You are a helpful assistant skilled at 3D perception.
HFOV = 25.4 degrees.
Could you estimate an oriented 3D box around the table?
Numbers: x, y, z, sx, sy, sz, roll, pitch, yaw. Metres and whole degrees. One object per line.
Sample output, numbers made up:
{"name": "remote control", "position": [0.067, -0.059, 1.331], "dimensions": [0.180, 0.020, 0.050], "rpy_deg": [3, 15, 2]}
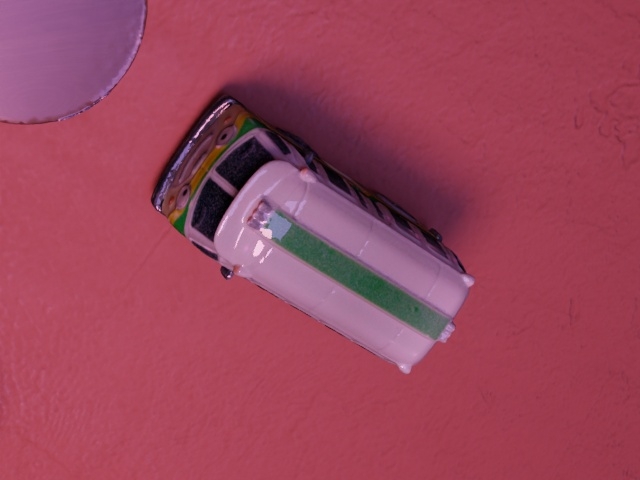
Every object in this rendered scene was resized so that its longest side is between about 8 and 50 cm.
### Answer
{"name": "table", "position": [-0.239, -0.198, 1.079], "dimensions": [0.167, 0.227, 0.167], "rpy_deg": [-8, 113, -19]}

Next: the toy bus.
{"name": "toy bus", "position": [0.000, 0.000, 1.288], "dimensions": [0.276, 0.165, 0.134], "rpy_deg": [31, 97, -29]}
